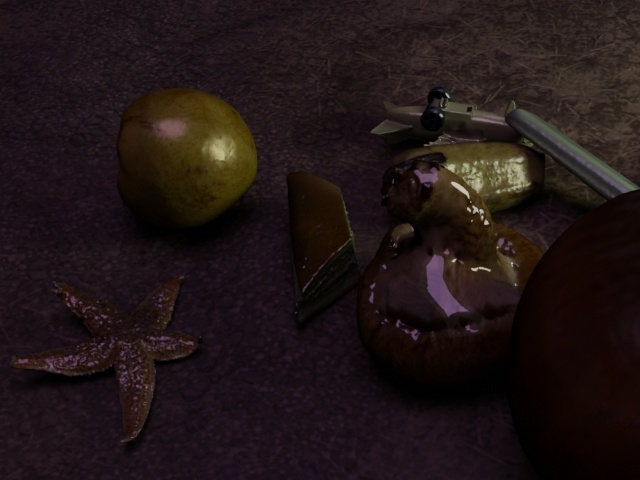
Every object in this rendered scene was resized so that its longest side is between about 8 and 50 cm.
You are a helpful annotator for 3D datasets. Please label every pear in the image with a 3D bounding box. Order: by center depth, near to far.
[{"bbox_3d":[-0.190,-0.118,1.564,0.209,0.209,0.209,-2,42,2],"label":"pear"}]

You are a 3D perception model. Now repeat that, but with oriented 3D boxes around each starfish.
[{"bbox_3d":[-0.267,0.138,1.398,0.231,0.048,0.295,8,44,-2],"label":"starfish"}]

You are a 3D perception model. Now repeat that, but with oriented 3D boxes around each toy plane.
[{"bbox_3d":[0.205,-0.177,1.679,0.244,0.092,0.229,4,33,13],"label":"toy plane"}]

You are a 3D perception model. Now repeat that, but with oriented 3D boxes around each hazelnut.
[{"bbox_3d":[0.389,0.122,1.153,0.359,0.359,0.409,6,47,11],"label":"hazelnut"}]

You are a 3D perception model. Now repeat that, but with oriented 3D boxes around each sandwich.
[{"bbox_3d":[0.000,0.000,1.494,0.096,0.094,0.258,-9,43,1],"label":"sandwich"}]

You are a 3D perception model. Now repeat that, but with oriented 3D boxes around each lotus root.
[{"bbox_3d":[0.203,-0.084,1.569,0.258,0.097,0.110,-5,84,-16],"label":"lotus root"}]

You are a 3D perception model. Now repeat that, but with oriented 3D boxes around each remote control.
[{"bbox_3d":[0.383,-0.093,1.539,0.309,0.038,0.090,42,19,29],"label":"remote control"}]

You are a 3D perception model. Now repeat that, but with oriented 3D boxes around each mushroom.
[{"bbox_3d":[0.170,0.058,1.350,0.267,0.254,0.267,-2,69,4],"label":"mushroom"}]
